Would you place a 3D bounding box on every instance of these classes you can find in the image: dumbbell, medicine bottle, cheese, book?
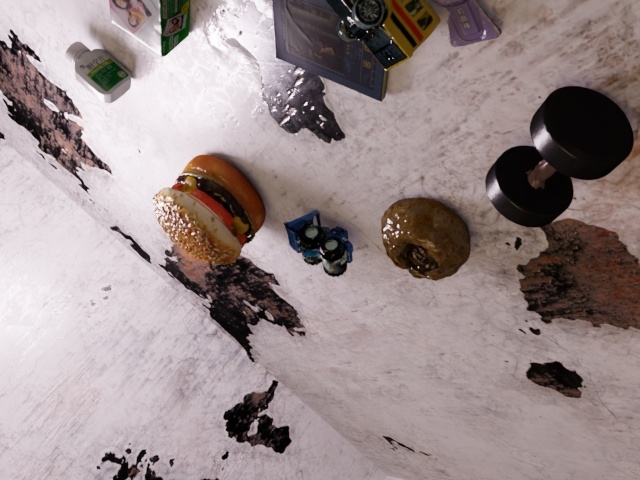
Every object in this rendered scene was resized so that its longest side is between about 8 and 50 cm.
[{"bbox_3d":[0.392,-0.133,0.943,0.152,0.152,0.218,34,152,7],"label":"dumbbell"},{"bbox_3d":[-0.652,-0.496,1.641,0.183,0.119,0.069,41,155,-1],"label":"medicine bottle"},{"bbox_3d":[0.210,-0.394,0.883,0.105,0.042,0.191,5,139,47],"label":"cheese"},{"bbox_3d":[0.017,-0.401,1.112,0.269,0.025,0.191,28,150,18],"label":"book"}]

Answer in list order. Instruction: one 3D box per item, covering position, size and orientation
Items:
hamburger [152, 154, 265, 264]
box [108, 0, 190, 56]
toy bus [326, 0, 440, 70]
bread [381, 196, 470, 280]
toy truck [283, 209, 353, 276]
[{"bbox_3d":[-0.351,-0.082,1.765,0.330,0.250,0.330,29,150,18],"label":"hamburger"},{"bbox_3d":[-0.389,-0.561,1.263,0.180,0.103,0.250,35,152,5],"label":"box"},{"bbox_3d":[0.043,-0.438,0.911,0.335,0.123,0.121,47,176,-13],"label":"toy bus"},{"bbox_3d":[0.246,0.003,1.344,0.230,0.123,0.230,28,148,20],"label":"bread"},{"bbox_3d":[0.000,0.000,1.616,0.208,0.126,0.113,28,151,26],"label":"toy truck"}]
